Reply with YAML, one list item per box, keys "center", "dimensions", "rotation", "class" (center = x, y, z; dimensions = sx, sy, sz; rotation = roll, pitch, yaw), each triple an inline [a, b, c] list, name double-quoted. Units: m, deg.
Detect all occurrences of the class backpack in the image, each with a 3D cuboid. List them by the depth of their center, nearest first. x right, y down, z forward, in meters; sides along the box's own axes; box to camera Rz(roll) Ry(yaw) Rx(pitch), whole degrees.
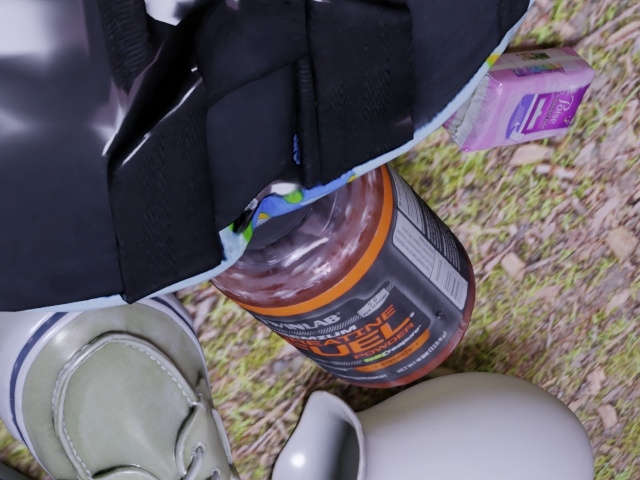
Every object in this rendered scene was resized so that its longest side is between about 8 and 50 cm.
- center: [-0.077, -0.161, 0.377]
  dimensions: [0.290, 0.273, 0.355]
  rotation: [-29, 108, -17]
  class: "backpack"

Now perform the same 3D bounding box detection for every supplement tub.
- center: [0.000, 0.000, 0.870]
  dimensions: [0.106, 0.106, 0.198]
  rotation: [-45, 147, 2]
  class: "supplement tub"

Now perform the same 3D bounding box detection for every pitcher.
- center: [0.059, 0.161, 1.119]
  dimensions: [0.207, 0.125, 0.178]
  rotation: [2, 147, -36]
  class: "pitcher"

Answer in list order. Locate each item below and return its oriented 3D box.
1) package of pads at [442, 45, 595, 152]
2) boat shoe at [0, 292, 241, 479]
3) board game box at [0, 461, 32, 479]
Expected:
- center: [0.110, -0.079, 0.965]
  dimensions: [0.083, 0.032, 0.050]
  rotation: [-11, 138, -40]
  class: "package of pads"
- center: [-0.085, 0.112, 0.911]
  dimensions: [0.109, 0.094, 0.302]
  rotation: [-37, 147, -10]
  class: "boat shoe"
- center: [-0.255, 0.160, 0.820]
  dimensions: [0.193, 0.053, 0.305]
  rotation: [-43, 147, -1]
  class: "board game box"
